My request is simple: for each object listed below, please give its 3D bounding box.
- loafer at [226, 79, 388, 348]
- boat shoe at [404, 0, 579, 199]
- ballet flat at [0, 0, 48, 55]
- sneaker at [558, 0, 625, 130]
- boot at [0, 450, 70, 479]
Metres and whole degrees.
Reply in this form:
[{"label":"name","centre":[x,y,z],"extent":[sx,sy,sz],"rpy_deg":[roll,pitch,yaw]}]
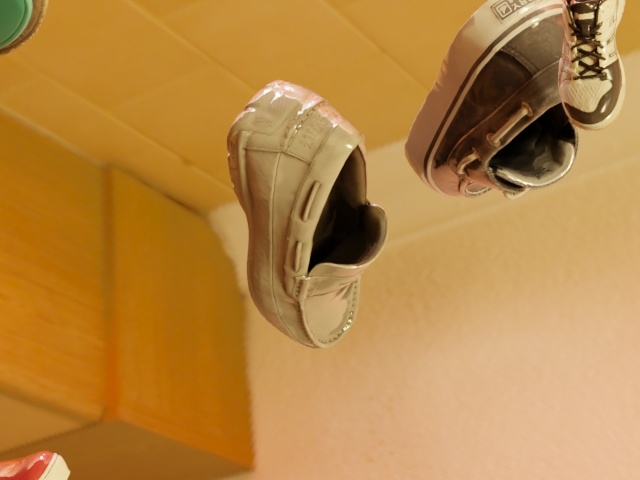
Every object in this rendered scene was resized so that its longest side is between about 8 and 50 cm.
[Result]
[{"label":"loafer","centre":[0.000,0.000,1.234],"extent":[0.111,0.319,0.112],"rpy_deg":[27,-116,24]},{"label":"boat shoe","centre":[0.141,-0.079,1.083],"extent":[0.108,0.301,0.102],"rpy_deg":[-28,-105,-15]},{"label":"ballet flat","centre":[-0.217,-0.144,0.912],"extent":[0.206,0.073,0.067],"rpy_deg":[-14,-157,47]},{"label":"sneaker","centre":[0.119,-0.091,0.661],"extent":[0.032,0.037,0.083],"rpy_deg":[-5,-110,22]},{"label":"boot","centre":[-0.365,0.222,1.395],"extent":[0.244,0.176,0.088],"rpy_deg":[-30,-162,33]}]
